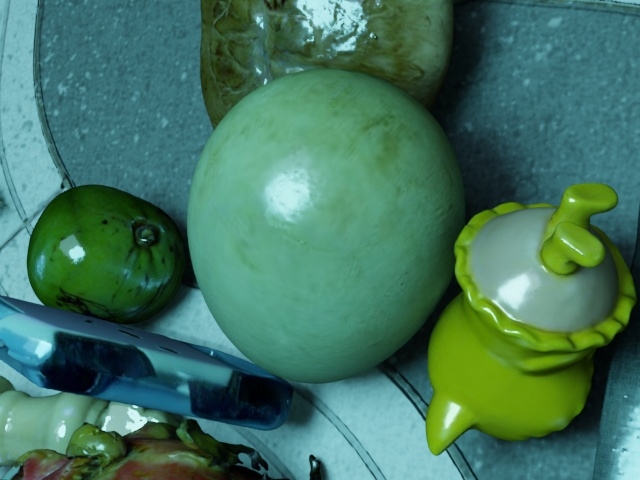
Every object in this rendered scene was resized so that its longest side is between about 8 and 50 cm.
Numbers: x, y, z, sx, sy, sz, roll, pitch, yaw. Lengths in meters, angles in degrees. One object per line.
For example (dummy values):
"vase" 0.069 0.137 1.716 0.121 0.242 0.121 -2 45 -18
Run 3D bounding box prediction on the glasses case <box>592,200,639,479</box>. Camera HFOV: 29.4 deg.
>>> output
"glasses case" 0.276 0.109 0.883 0.131 0.074 0.323 6 77 34

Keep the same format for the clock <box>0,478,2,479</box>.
"clock" -0.368 0.353 1.178 0.227 0.090 0.248 -2 71 30

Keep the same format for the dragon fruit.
"dragon fruit" -0.163 0.272 0.997 0.291 0.250 0.269 -1 68 45

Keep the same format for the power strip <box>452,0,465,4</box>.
"power strip" 0.160 -0.266 1.096 0.286 0.048 0.080 -14 65 27

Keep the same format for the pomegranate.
"pomegranate" -0.214 0.045 1.153 0.131 0.152 0.191 31 97 57

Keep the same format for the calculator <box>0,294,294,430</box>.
"calculator" -0.155 0.104 1.021 0.173 0.293 0.051 13 86 56

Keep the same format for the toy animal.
"toy animal" 0.149 0.055 0.896 0.156 0.156 0.230 59 144 31

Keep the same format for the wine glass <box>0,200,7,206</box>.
"wine glass" -0.479 0.053 1.318 0.143 0.143 0.321 33 93 34

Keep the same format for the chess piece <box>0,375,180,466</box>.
"chess piece" -0.324 0.173 1.163 0.397 0.117 0.117 5 76 15

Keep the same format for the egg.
"egg" 0.000 0.000 0.980 0.218 0.295 0.218 6 47 -7

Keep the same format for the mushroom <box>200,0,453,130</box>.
"mushroom" -0.010 -0.180 1.089 0.278 0.146 0.278 13 115 30
